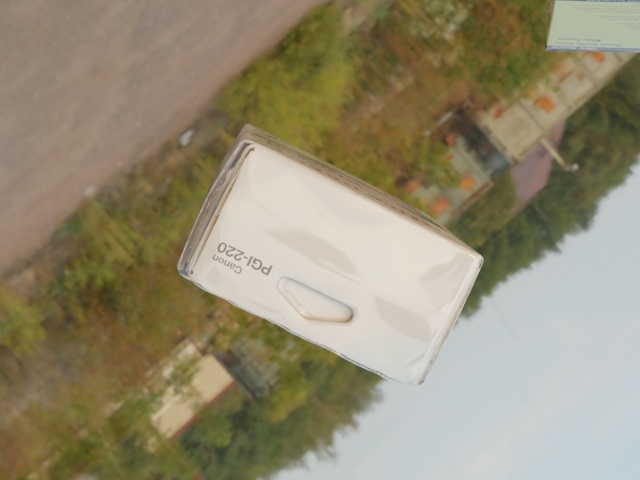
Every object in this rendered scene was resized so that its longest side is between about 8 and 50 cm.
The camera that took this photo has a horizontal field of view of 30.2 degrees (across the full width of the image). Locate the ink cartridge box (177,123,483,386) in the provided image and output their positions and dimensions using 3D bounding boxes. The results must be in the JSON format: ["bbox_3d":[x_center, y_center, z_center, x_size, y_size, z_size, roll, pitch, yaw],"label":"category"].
[{"bbox_3d":[0.000,0.000,0.763,0.092,0.158,0.218,-63,-173,7],"label":"ink cartridge box"}]

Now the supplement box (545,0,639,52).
[{"bbox_3d":[0.172,-0.147,0.671,0.083,0.083,0.056,60,34,-76],"label":"supplement box"}]
